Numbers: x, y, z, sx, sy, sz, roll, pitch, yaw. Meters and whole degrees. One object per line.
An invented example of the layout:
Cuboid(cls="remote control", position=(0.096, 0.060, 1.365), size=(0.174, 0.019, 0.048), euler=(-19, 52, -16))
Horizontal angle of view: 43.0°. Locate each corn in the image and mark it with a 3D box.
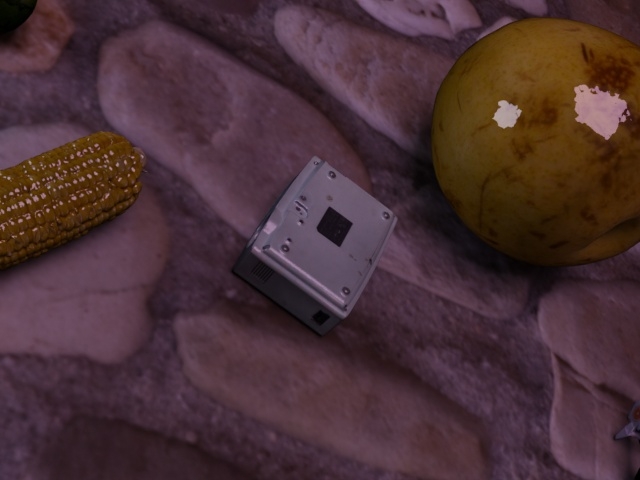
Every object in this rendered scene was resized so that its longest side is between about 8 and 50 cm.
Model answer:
Cuboid(cls="corn", position=(-0.239, -0.024, 0.653), size=(0.238, 0.080, 0.080), euler=(-33, 82, -37))

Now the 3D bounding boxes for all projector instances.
Cuboid(cls="projector", position=(0.000, 0.000, 0.792), size=(0.115, 0.061, 0.147), euler=(36, 50, -6))

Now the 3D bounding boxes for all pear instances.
Cuboid(cls="pear", position=(0.256, -0.108, 0.881), size=(0.281, 0.281, 0.280), euler=(15, 56, -23))

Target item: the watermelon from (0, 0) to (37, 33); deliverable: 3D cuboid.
Cuboid(cls="watermelon", position=(-0.301, -0.231, 0.729), size=(0.109, 0.109, 0.108), euler=(15, 56, -23))

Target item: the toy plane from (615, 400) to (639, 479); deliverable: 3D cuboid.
Cuboid(cls="toy plane", position=(0.352, 0.251, 0.844), size=(0.053, 0.078, 0.197), euler=(23, 39, -15))
